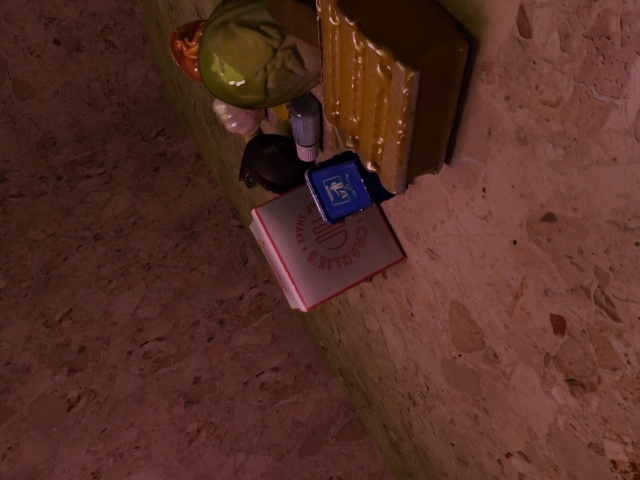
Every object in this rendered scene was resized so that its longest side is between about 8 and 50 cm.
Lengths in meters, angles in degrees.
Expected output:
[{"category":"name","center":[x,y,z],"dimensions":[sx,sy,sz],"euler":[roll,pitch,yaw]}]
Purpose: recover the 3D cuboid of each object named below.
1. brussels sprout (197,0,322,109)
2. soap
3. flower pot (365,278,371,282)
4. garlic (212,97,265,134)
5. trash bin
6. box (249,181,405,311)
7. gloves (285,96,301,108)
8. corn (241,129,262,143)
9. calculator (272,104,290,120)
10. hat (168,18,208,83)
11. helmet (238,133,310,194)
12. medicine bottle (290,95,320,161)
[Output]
[{"category":"brussels sprout","center":[-0.141,-0.460,1.417],"dimensions":[0.344,0.344,0.268],"euler":[163,90,-75]},{"category":"soap","center":[0.116,-0.293,1.073],"dimensions":[0.293,0.156,0.335],"euler":[51,161,29]},{"category":"flower pot","center":[0.033,0.086,1.926],"dimensions":[0.212,0.203,0.212],"euler":[59,168,21]},{"category":"garlic","center":[-0.254,-0.478,2.043],"dimensions":[0.226,0.199,0.199],"euler":[-7,112,45]},{"category":"trash bin","center":[0.096,-0.145,1.408],"dimensions":[0.234,0.184,0.162],"euler":[-11,107,63]},{"category":"box","center":[0.000,0.000,1.661],"dimensions":[0.312,0.314,0.300],"euler":[63,167,1]},{"category":"gloves","center":[-0.089,-0.438,1.661],"dimensions":[0.153,0.070,0.114],"euler":[80,171,-46]},{"category":"corn","center":[-0.277,-0.428,2.312],"dimensions":[0.238,0.080,0.080],"euler":[62,165,9]},{"category":"calculator","center":[-0.138,-0.463,1.871],"dimensions":[0.146,0.032,0.235],"euler":[60,166,13]},{"category":"hat","center":[-0.334,-0.657,1.922],"dimensions":[0.244,0.233,0.233],"euler":[25,164,-35]},{"category":"helmet","center":[-0.139,-0.257,1.919],"dimensions":[0.305,0.225,0.177],"euler":[26,112,53]},{"category":"medicine bottle","center":[-0.041,-0.318,1.691],"dimensions":[0.083,0.083,0.203],"euler":[54,161,31]}]
